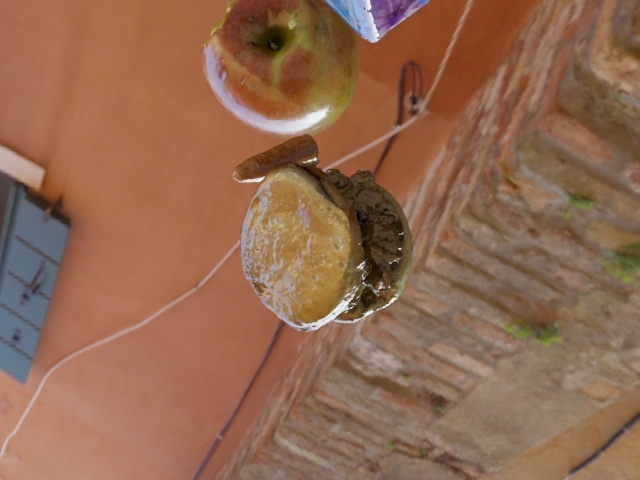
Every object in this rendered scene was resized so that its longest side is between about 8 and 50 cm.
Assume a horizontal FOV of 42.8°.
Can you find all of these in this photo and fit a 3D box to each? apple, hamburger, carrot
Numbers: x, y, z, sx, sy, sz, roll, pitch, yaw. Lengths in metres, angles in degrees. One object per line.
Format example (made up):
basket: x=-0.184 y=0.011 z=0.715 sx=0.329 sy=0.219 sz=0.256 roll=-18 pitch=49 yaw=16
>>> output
apple: x=-0.082 y=-0.379 z=1.732 sx=0.339 sy=0.339 sz=0.339 roll=17 pitch=-137 yaw=-16
hamburger: x=0.000 y=0.000 z=0.791 sx=0.185 sy=0.159 sz=0.131 roll=46 pitch=-151 yaw=25
carrot: x=-0.067 y=-0.110 z=1.171 sx=0.139 sy=0.048 sz=0.048 roll=-28 pitch=-113 yaw=-33

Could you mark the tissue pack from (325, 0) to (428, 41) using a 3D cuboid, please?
tissue pack: x=0.049 y=-0.448 z=1.153 sx=0.146 sy=0.263 sz=0.198 roll=-37 pitch=-117 yaw=-6
